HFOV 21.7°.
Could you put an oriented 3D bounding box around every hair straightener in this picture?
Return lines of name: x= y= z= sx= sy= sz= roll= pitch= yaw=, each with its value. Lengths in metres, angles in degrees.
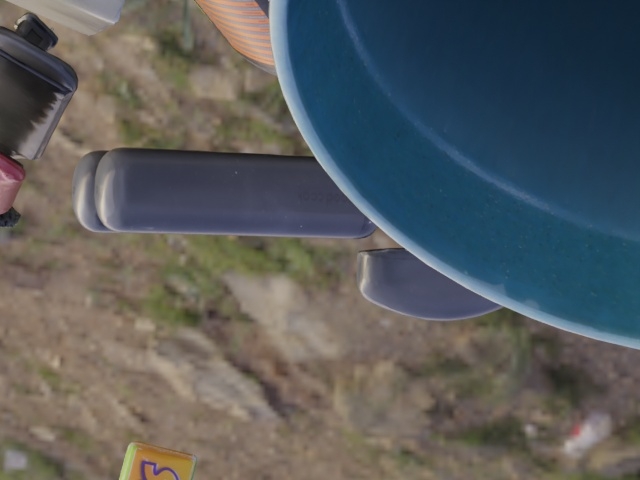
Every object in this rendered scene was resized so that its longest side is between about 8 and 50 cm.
hair straightener: x=-0.126 y=-0.046 z=0.700 sx=0.047 sy=0.089 sz=0.230 roll=29 pitch=166 yaw=-3

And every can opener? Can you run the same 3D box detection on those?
can opener: x=0.000 y=0.000 z=0.956 sx=0.283 sy=0.095 sz=0.076 roll=1 pitch=180 yaw=-27

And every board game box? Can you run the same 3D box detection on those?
board game box: x=-0.089 y=0.158 z=0.777 sx=0.039 sy=0.124 sz=0.259 roll=14 pitch=171 yaw=-6

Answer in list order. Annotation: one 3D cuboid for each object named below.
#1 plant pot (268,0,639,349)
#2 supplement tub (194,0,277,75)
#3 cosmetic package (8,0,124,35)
plant pot: x=0.147 y=-0.138 z=0.570 sx=0.272 sy=0.255 sz=0.271 roll=12 pitch=145 yaw=9
supplement tub: x=-0.019 y=-0.225 z=1.003 sx=0.194 sy=0.193 sz=0.316 roll=-9 pitch=149 yaw=22
cosmetic package: x=-0.196 y=-0.210 z=0.680 sx=0.296 sy=0.153 sz=0.129 roll=22 pitch=-179 yaw=-14
